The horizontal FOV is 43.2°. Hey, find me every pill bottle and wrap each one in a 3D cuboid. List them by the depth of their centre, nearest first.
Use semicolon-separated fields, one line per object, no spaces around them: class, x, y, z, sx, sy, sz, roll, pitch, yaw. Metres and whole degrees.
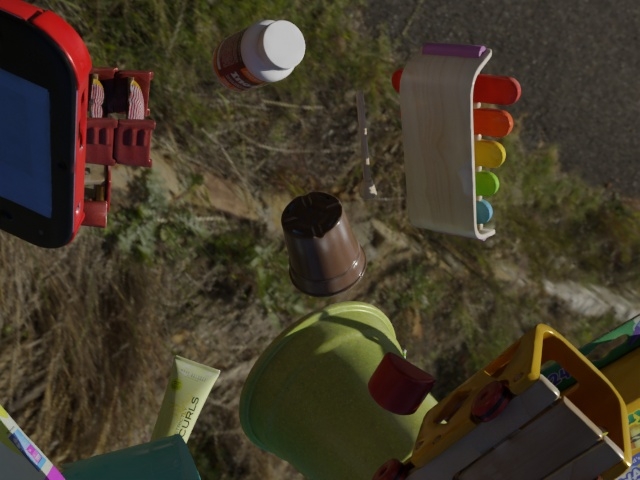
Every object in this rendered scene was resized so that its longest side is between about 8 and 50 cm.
pill bottle;-0.087;-0.262;1.141;0.086;0.152;0.086;0;90;-30

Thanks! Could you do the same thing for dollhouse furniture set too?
dollhouse furniture set;-0.453;-0.173;1.766;0.152;0.201;0.374;2;136;-16

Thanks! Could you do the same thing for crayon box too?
crayon box;0.463;0.269;1.184;0.203;0.083;0.323;-31;123;2

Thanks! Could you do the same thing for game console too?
game console;-0.458;-0.168;1.025;0.386;0.342;0.060;112;0;-47

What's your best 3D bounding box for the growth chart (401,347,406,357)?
growth chart;0.091;0.236;1.403;0.021;0.237;0.172;-5;119;-48

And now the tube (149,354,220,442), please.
tube;-0.276;0.344;1.527;0.070;0.062;0.240;30;75;-39

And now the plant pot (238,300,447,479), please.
plant pot;0.065;0.267;1.133;0.276;0.254;0.276;-19;128;-26

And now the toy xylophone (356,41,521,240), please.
toy xylophone;0.171;-0.144;1.237;0.081;0.236;0.322;-38;138;-45

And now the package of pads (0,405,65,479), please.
package of pads;-0.275;0.167;0.535;0.101;0.296;0.229;-39;95;-7

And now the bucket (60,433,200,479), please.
bucket;-0.260;0.435;1.207;0.183;0.281;0.281;-19;135;-8

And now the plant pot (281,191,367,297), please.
plant pot;0.000;0.000;1.632;0.167;0.167;0.165;-33;139;-15

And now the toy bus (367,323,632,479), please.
toy bus;0.118;0.152;0.575;0.104;0.202;0.190;-50;140;-62
